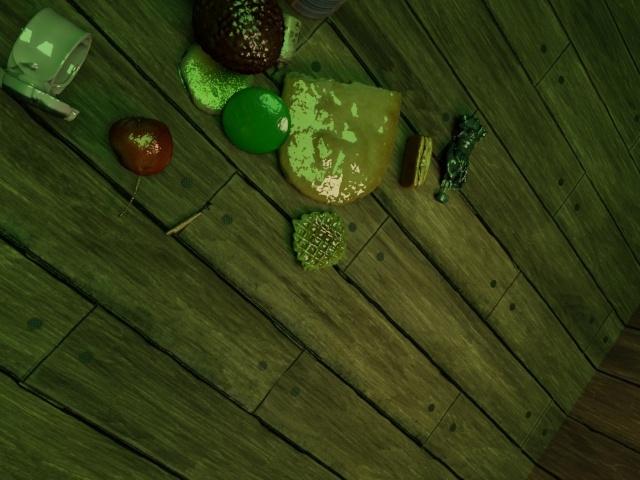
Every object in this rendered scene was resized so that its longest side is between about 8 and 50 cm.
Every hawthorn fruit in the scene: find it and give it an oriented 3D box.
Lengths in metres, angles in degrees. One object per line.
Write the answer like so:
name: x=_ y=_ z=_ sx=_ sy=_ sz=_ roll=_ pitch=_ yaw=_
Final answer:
hawthorn fruit: x=-0.500 y=-0.198 z=1.294 sx=0.165 sy=0.165 sz=0.285 roll=3 pitch=105 yaw=-26

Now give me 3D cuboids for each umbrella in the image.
umbrella: x=0.532 y=-0.304 z=1.787 sx=0.143 sy=0.094 sz=0.348 roll=23 pitch=89 yaw=-22

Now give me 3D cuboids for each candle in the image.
candle: x=-0.397 y=-0.064 z=1.421 sx=0.167 sy=0.021 sz=0.026 roll=-37 pitch=120 yaw=-18

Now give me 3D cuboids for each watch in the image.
watch: x=-0.644 y=-0.425 z=1.133 sx=0.196 sy=0.244 sz=0.231 roll=34 pitch=89 yaw=-24

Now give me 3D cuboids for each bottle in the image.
bottle: x=-0.118 y=-0.609 z=1.440 sx=0.099 sy=0.099 sz=0.152 roll=13 pitch=95 yaw=-26

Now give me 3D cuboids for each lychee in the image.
lychee: x=-0.216 y=-0.592 z=1.285 sx=0.261 sy=0.261 sz=0.260 roll=-4 pitch=98 yaw=-25

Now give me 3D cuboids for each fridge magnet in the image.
fridge magnet: x=-0.191 y=-0.359 z=1.409 sx=0.208 sy=0.088 sz=0.207 roll=0 pitch=123 yaw=0

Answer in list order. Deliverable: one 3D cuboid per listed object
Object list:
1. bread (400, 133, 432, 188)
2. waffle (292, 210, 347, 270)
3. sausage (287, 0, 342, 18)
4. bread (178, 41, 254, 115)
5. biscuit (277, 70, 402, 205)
bread: x=0.347 y=-0.282 z=1.688 sx=0.077 sy=0.116 sz=0.200 roll=8 pitch=93 yaw=-21
waffle: x=0.000 y=0.000 z=1.598 sx=0.214 sy=0.054 sz=0.207 roll=-16 pitch=100 yaw=-28
sausage: x=0.021 y=-0.812 z=1.370 sx=0.233 sy=0.287 sz=0.232 roll=-2 pitch=97 yaw=-19
bread: x=-0.306 y=-0.489 z=1.399 sx=0.229 sy=0.033 sz=0.228 roll=-4 pitch=100 yaw=-26
biscuit: x=0.054 y=-0.339 z=1.550 sx=0.430 sy=0.104 sz=0.445 roll=11 pitch=92 yaw=-26
